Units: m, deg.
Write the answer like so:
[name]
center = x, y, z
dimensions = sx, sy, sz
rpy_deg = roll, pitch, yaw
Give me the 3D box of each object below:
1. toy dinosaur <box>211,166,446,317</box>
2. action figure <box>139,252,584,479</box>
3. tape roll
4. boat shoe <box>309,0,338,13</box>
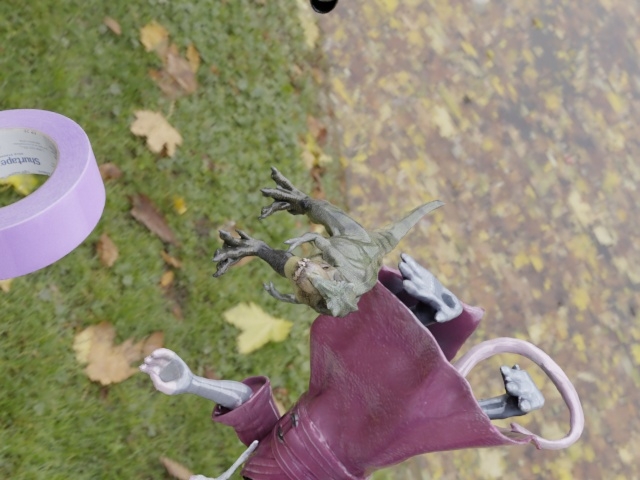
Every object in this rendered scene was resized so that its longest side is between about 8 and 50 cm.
[toy dinosaur]
center = 0.000, 0.000, 0.755
dimensions = 0.118, 0.064, 0.268
rpy_deg = 16, 20, 15
[action figure]
center = 0.011, 0.177, 1.022
dimensions = 0.276, 0.370, 0.248
rpy_deg = 15, 38, -48
[tape roll]
center = -0.447, -0.068, 1.511
dimensions = 0.090, 0.275, 0.274
rpy_deg = 81, 27, -44
[boat shoe]
center = 0.012, -0.362, 1.502
dimensions = 0.049, 0.133, 0.042
rpy_deg = 12, 71, -4
